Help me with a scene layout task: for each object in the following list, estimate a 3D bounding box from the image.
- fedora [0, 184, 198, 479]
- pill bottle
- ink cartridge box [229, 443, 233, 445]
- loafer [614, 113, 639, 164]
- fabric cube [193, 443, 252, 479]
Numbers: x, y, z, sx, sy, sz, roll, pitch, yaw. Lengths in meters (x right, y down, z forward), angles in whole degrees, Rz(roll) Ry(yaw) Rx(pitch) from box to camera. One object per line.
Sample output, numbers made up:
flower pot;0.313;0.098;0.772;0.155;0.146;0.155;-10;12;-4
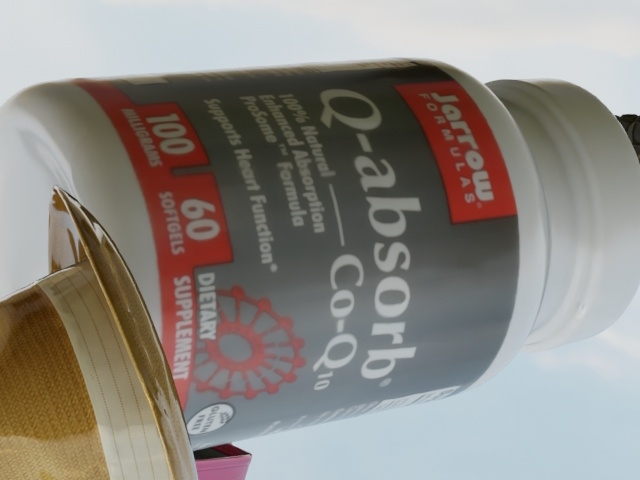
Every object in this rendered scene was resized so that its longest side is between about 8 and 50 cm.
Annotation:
fedora;-0.108;0.074;0.639;0.079;0.194;0.194;-17;-149;-18
pill bottle;0.000;0.000;0.932;0.363;0.210;0.210;-8;-152;-32
ink cartridge box;-0.177;0.270;1.609;0.117;0.201;0.278;-20;-160;-25
loafer;0.252;-0.029;1.079;0.268;0.092;0.102;-1;-153;25
fabric cube;-0.246;0.248;1.204;0.254;0.258;0.259;18;-175;28
